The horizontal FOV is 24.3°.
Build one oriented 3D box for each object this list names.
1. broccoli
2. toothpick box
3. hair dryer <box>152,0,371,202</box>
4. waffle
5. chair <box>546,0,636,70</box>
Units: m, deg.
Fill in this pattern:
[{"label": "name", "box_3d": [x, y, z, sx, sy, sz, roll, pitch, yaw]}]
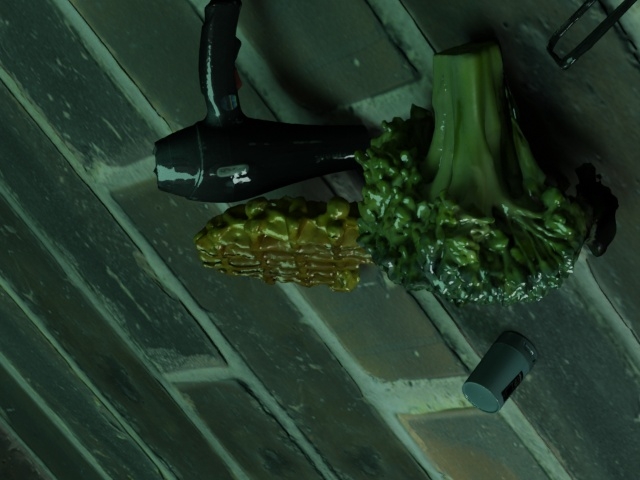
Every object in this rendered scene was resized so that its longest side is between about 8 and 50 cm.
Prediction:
[{"label": "broccoli", "box_3d": [0.152, -0.067, 1.392, 0.246, 0.263, 0.244, -4, 107, 5]}, {"label": "toothpick box", "box_3d": [0.202, 0.148, 1.669, 0.052, 0.083, 0.052, 29, 148, 21]}, {"label": "hair dryer", "box_3d": [-0.065, -0.174, 1.532, 0.091, 0.235, 0.272, -116, 21, -68]}, {"label": "waffle", "box_3d": [0.000, 0.000, 1.620, 0.259, 0.069, 0.293, 13, 164, -35]}, {"label": "chair", "box_3d": [0.219, -0.258, 1.124, 0.140, 0.221, 0.145, 46, -168, -9]}]
